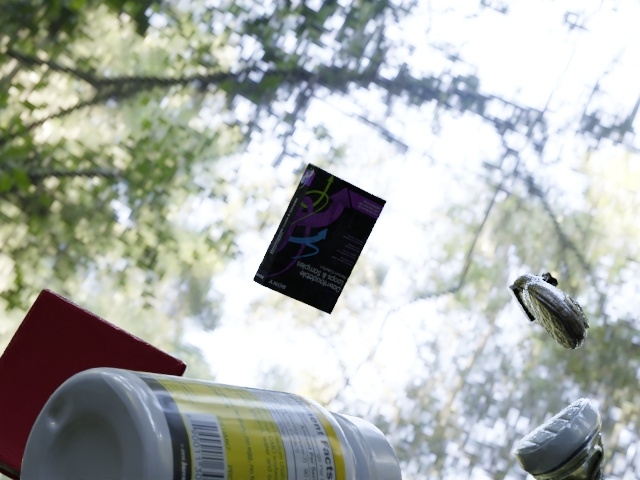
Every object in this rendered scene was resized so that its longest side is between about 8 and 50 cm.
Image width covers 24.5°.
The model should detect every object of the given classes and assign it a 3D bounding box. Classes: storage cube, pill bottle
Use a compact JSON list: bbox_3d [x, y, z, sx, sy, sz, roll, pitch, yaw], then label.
[{"bbox_3d":[-0.275,0.198,1.676,0.215,0.193,0.184,27,-17,3],"label":"storage cube"},{"bbox_3d":[-0.055,0.142,0.845,0.119,0.119,0.208,-9,-17,42],"label":"pill bottle"}]

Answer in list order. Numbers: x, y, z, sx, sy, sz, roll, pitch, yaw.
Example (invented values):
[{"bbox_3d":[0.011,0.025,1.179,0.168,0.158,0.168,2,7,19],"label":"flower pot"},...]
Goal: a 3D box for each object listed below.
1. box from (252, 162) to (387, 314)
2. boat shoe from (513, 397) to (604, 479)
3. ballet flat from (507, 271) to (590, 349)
[{"bbox_3d":[0.000,0.000,1.811,0.116,0.162,0.029,24,4,-34],"label":"box"},{"bbox_3d":[0.293,0.250,1.717,0.094,0.109,0.302,53,3,10],"label":"boat shoe"},{"bbox_3d":[0.276,0.074,1.736,0.084,0.058,0.250,59,-1,-5],"label":"ballet flat"}]
